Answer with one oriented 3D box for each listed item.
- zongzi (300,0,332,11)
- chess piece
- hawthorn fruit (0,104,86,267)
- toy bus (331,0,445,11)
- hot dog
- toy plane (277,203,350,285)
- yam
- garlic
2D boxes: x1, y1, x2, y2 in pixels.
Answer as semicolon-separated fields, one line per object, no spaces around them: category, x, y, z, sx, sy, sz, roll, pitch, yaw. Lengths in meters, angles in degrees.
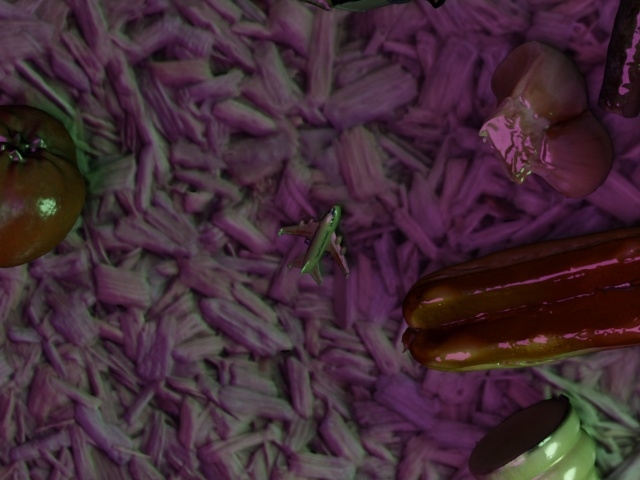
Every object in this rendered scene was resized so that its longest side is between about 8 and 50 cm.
zongzi;-0.087;-0.398;1.312;0.300;0.138;0.286;29;126;32
chess piece;0.298;0.322;1.436;0.142;0.143;0.261;-33;96;27
hawthorn fruit;-0.397;-0.049;1.576;0.199;0.199;0.251;37;141;8
toy bus;0.155;-0.327;1.298;0.316;0.112;0.138;-11;92;24
hot dog;0.239;0.071;1.394;0.337;0.100;0.135;-14;93;25
toy plane;0.000;0.000;1.499;0.102;0.040;0.111;31;115;9
yam;0.339;-0.262;1.269;0.061;0.061;0.274;17;113;16
garlic;0.243;-0.124;1.338;0.124;0.099;0.174;-34;94;14
